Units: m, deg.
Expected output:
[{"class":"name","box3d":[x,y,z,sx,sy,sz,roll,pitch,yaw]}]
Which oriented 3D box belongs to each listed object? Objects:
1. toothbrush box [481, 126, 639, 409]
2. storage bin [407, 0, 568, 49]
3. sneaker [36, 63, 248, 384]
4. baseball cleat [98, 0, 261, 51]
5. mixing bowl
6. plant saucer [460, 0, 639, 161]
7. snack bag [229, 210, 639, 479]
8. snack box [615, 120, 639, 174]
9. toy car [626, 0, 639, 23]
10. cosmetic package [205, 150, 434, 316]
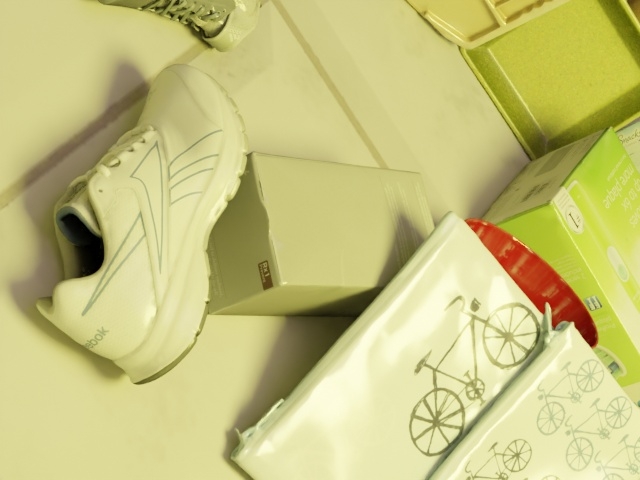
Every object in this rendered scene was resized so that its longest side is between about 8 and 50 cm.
[{"class":"toothbrush box","box3d":[0.314,0.049,1.736,0.283,0.122,0.206,59,39,-10]},{"class":"storage bin","box3d":[0.233,-0.381,1.752,0.123,0.260,0.262,40,46,-29]},{"class":"sneaker","box3d":[-0.145,-0.035,1.275,0.129,0.111,0.297,30,50,-29]},{"class":"baseball cleat","box3d":[-0.118,-0.221,1.425,0.206,0.072,0.109,-27,99,-47]},{"class":"mixing bowl","box3d":[0.181,0.075,1.566,0.181,0.098,0.181,33,23,-16]},{"class":"plant saucer","box3d":[0.288,-0.204,1.812,0.188,0.188,0.045,55,12,-14]},{"class":"snack bag","box3d":[0.129,0.187,1.408,0.323,0.037,0.342,-47,110,-18]},{"class":"snack box","box3d":[0.421,-0.116,1.897,0.207,0.174,0.070,-15,82,-51]},{"class":"toy car","box3d":[0.408,-0.248,1.938,0.155,0.188,0.149,-8,77,-50]},{"class":"cosmetic package","box3d":[0.000,0.000,1.423,0.238,0.107,0.127,5,68,-44]}]
